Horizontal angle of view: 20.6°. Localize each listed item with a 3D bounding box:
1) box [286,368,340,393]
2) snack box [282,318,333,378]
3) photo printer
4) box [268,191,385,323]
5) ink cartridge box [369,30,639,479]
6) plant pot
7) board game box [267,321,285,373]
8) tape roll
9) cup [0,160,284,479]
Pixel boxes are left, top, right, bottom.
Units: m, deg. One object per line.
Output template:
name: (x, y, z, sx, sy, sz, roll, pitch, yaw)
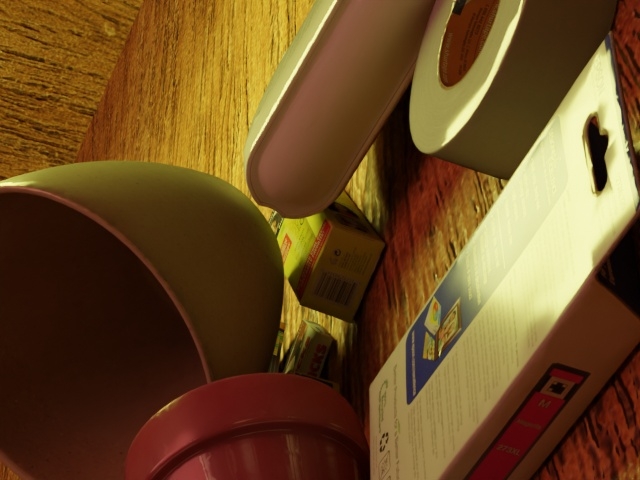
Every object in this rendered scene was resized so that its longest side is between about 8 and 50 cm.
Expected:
box: (-0.046, 0.191, 1.609, 0.169, 0.054, 0.059, -48, 34, 38)
snack box: (-0.032, 0.167, 1.695, 0.064, 0.022, 0.178, -145, 74, -74)
photo printer: (0.033, -0.178, 1.634, 0.307, 0.107, 0.256, -58, 7, 32)
box: (0.000, 0.000, 1.709, 0.232, 0.058, 0.087, -121, 52, -69)
ink cartridge box: (0.133, 0.055, 1.179, 0.175, 0.069, 0.371, -89, 21, -48)
plant pot: (-0.042, 0.233, 1.366, 0.201, 0.201, 0.180, -61, 32, 33)
board game box: (-0.089, 0.179, 1.787, 0.141, 0.048, 0.170, -84, 15, -55)
tape roll: (0.147, -0.159, 1.364, 0.219, 0.072, 0.219, -161, 90, -75)
cup: (-0.165, 0.057, 1.624, 0.237, 0.331, 0.331, -38, -15, -48)
